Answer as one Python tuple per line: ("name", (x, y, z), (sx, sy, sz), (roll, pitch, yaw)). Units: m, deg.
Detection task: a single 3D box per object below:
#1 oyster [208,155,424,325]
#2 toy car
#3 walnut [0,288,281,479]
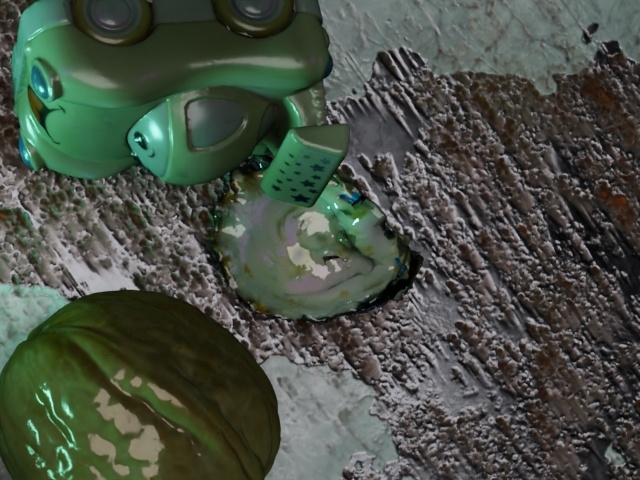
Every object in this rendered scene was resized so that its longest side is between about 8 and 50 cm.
("oyster", (-0.003, 0.001, 1.956), (0.260, 0.092, 0.198), (6, 85, -2))
("toy car", (-0.159, -0.147, 1.824), (0.336, 0.242, 0.226), (-8, 72, -18))
("walnut", (-0.195, 0.200, 1.798), (0.313, 0.277, 0.252), (39, 113, -3))
